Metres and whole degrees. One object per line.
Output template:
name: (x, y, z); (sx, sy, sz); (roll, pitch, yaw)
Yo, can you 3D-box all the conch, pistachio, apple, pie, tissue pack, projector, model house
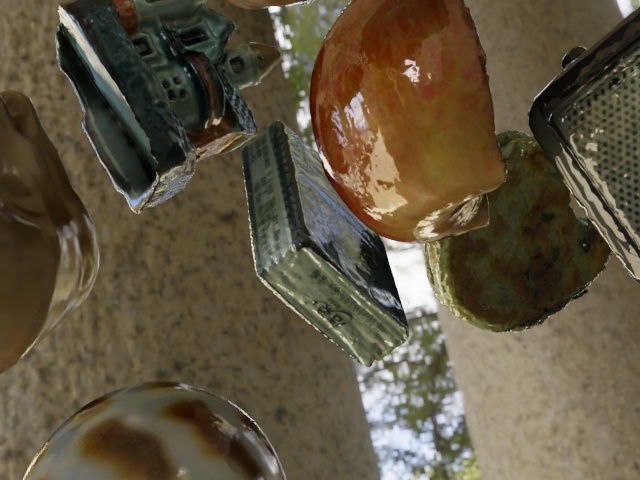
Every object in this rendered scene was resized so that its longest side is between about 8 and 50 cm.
conch: (-0.087, 0.172, 0.618); (0.148, 0.275, 0.183); (-11, -68, 6)
pistachio: (-0.440, -0.016, 1.314); (0.445, 0.366, 0.281); (19, 3, 38)
apple: (0.071, -0.124, 1.103); (0.163, 0.251, 0.293); (-14, -16, -1)
pie: (0.279, -0.009, 1.587); (0.302, 0.303, 0.067); (-4, 13, -19)
tissue pack: (0.000, 0.000, 1.265); (0.081, 0.257, 0.185); (-39, -58, 18)
projector: (0.448, -0.177, 1.073); (0.405, 0.242, 0.395); (-38, -6, 33)
model house: (-0.164, -0.213, 1.423); (0.291, 0.253, 0.184); (-27, -7, -30)

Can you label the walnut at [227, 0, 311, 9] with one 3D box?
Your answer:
walnut: (-0.031, -0.330, 0.922); (0.273, 0.273, 0.227); (-13, -8, 1)
